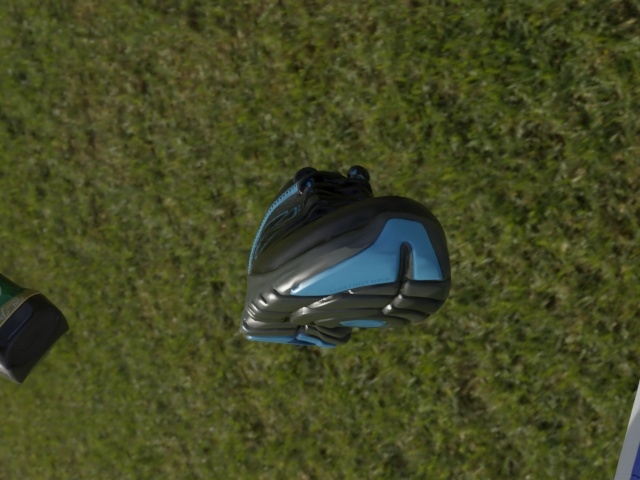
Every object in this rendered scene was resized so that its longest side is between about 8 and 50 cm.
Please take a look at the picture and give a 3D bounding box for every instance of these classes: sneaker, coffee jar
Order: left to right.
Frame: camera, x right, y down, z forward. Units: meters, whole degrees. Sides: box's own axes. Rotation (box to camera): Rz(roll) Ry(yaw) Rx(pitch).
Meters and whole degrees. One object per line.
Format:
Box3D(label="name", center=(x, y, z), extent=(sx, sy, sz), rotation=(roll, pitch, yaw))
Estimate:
Box3D(label="coffee jar", center=(-0.365, 0.072, 1.042), extent=(0.184, 0.096, 0.079), rotation=(30, 156, 18))
Box3D(label="sneaker", center=(0.000, 0.000, 0.731), extent=(0.341, 0.125, 0.139), rotation=(150, 126, -72))

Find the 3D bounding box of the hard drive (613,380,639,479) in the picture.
Box3D(label="hard drive", center=(0.344, 0.079, 0.697), extent=(0.210, 0.318, 0.040), rotation=(22, 166, -7))
